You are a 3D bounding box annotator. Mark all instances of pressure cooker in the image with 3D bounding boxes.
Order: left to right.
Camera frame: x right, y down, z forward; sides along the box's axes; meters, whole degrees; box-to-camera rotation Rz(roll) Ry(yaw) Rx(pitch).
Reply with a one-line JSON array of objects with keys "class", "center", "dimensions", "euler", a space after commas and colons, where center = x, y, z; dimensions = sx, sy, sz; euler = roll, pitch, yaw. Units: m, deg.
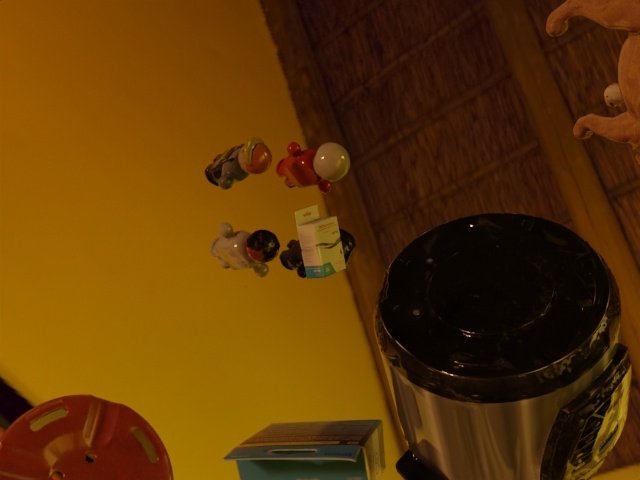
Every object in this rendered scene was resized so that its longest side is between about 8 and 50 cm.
[{"class": "pressure cooker", "center": [0.294, 0.210, 1.325], "dimensions": [0.370, 0.375, 0.420], "euler": [-6, -49, 11]}]

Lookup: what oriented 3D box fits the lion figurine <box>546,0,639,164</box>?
[{"class": "lion figurine", "center": [0.426, -0.225, 1.047], "dimensions": [0.240, 0.142, 0.392], "euler": [28, -26, 56]}]

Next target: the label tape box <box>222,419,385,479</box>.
[{"class": "label tape box", "center": [-0.019, 0.433, 1.608], "dimensions": [0.249, 0.348, 0.115], "euler": [-4, -92, 12]}]

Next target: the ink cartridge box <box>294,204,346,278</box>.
[{"class": "ink cartridge box", "center": [0.000, 0.000, 1.000], "dimensions": [0.028, 0.048, 0.083], "euler": [-5, -79, 38]}]

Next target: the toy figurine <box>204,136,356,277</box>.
[{"class": "toy figurine", "center": [-0.057, -0.050, 1.243], "dimensions": [0.210, 0.212, 0.148], "euler": [3, -7, -38]}]

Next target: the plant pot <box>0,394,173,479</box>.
[{"class": "plant pot", "center": [-0.308, 0.324, 0.983], "dimensions": [0.272, 0.272, 0.265], "euler": [32, -41, -9]}]
